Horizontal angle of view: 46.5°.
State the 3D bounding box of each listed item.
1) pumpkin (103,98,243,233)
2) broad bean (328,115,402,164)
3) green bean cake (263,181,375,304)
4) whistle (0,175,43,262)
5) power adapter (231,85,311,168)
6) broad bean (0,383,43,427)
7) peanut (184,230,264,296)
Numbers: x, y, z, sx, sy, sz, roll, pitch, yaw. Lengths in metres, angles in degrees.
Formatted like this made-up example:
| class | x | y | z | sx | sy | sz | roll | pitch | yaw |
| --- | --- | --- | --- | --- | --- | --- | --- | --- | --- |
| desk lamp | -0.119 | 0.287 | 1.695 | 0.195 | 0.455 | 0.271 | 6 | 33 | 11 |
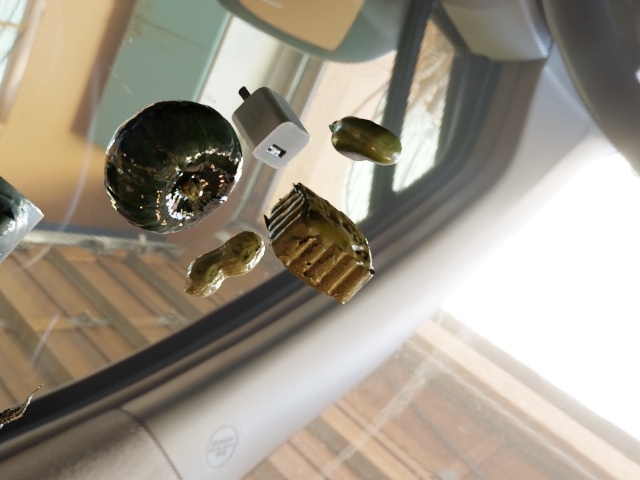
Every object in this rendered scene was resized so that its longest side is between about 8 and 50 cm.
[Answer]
| class | x | y | z | sx | sy | sz | roll | pitch | yaw |
| --- | --- | --- | --- | --- | --- | --- | --- | --- | --- |
| pumpkin | -0.297 | -0.150 | 1.542 | 0.207 | 0.300 | 0.300 | 42 | -160 | 29 |
| broad bean | 0.083 | -0.197 | 1.435 | 0.124 | 0.082 | 0.174 | 27 | 174 | -25 |
| green bean cake | 0.000 | 0.000 | 1.580 | 0.224 | 0.131 | 0.230 | 38 | -162 | -23 |
| whistle | -0.752 | -0.086 | 1.535 | 0.404 | 0.168 | 0.188 | 31 | 162 | 18 |
| power adapter | -0.135 | -0.295 | 1.803 | 0.130 | 0.125 | 0.205 | 25 | -153 | -54 |
| broad bean | -0.550 | 0.202 | 1.129 | 0.318 | 0.098 | 0.056 | 20 | 150 | 27 |
| peanut | -0.235 | 0.057 | 1.806 | 0.098 | 0.229 | 0.103 | 56 | 164 | 0 |
